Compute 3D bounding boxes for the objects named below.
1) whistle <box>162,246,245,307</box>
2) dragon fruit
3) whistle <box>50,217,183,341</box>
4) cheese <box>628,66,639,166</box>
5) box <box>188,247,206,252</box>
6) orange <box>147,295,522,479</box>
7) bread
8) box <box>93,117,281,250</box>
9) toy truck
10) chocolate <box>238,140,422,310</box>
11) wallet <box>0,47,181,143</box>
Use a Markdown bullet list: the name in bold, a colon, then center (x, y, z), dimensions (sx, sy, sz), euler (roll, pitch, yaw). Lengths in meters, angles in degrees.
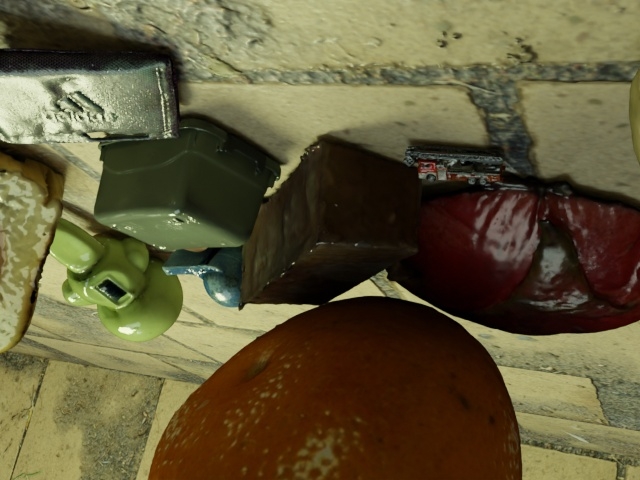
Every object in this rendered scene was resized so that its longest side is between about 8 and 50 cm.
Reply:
- **whistle**: center (-0.130, 0.048, 1.152), dimensions (0.158, 0.090, 0.090), euler (-3, 157, 40)
- **dragon fruit**: center (0.194, 0.029, 0.851), dimensions (0.344, 0.100, 0.282), euler (1, 155, 30)
- **whistle**: center (-0.305, 0.043, 1.249), dimensions (0.141, 0.141, 0.294), euler (-1, 139, 38)
- **cheese**: center (0.274, -0.066, 0.448), dimensions (0.235, 0.117, 0.218), euler (-10, 150, 45)
- **box**: center (-0.200, -0.012, 1.107), dimensions (0.115, 0.025, 0.048), euler (18, 164, -20)
- **orange**: center (0.022, 0.258, 0.913), dimensions (0.424, 0.424, 0.326), euler (-14, 113, 56)
- **bread**: center (-0.398, -0.002, 0.988), dimensions (0.184, 0.223, 0.211), euler (15, 156, -26)
- **box**: center (-0.138, -0.047, 0.836), dimensions (0.172, 0.092, 0.124), euler (-4, 157, 43)
- **toy truck**: center (0.112, -0.065, 0.718), dimensions (0.083, 0.024, 0.032), euler (5, 139, 18)
- **chocolate**: center (0.000, 0.000, 0.892), dimensions (0.112, 0.111, 0.321), euler (7, 164, -16)
- **wallet**: center (-0.199, -0.120, 0.699), dimensions (0.166, 0.030, 0.111), euler (-2, 154, -6)
